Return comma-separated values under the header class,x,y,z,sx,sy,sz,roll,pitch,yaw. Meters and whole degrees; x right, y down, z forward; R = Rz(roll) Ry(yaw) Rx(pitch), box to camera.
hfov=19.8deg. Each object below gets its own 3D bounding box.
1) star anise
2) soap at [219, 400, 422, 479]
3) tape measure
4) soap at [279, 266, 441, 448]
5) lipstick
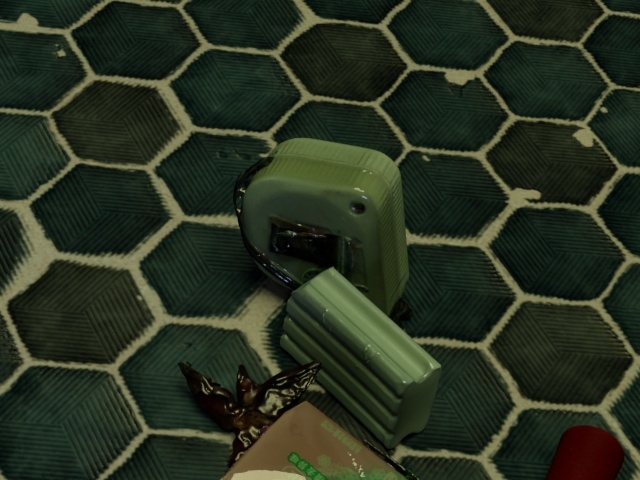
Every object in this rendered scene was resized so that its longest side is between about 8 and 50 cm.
class,x,y,z,sx,sy,sz,roll,pitch,yaw
star anise,-0.057,0.200,2.093,0.157,0.053,0.212,-18,54,-16
soap,0.024,0.312,1.945,0.273,0.098,0.218,37,59,15
tape measure,0.000,0.000,2.215,0.207,0.235,0.115,9,42,19
soap,0.044,0.133,2.135,0.066,0.119,0.198,-27,55,-34
lipstick,0.268,0.308,2.029,0.080,0.080,0.241,21,45,11
